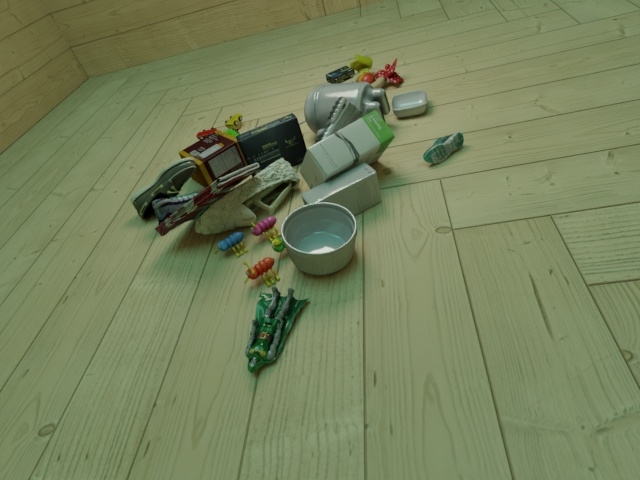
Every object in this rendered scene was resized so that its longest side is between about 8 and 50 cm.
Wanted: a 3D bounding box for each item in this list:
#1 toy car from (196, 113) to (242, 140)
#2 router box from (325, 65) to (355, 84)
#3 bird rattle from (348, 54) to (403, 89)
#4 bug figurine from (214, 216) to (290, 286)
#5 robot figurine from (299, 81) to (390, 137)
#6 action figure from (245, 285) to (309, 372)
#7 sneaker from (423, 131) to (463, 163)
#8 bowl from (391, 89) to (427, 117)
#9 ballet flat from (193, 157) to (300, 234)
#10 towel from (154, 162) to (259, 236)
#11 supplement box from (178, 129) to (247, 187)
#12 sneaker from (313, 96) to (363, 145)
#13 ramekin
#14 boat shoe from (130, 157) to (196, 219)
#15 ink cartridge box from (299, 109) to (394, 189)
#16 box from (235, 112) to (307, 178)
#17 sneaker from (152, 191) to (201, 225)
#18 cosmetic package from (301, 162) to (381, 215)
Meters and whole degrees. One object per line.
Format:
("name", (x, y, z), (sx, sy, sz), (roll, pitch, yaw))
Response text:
("toy car", (-0.426, -0.485, 2.021), (0.239, 0.053, 0.225), (-32, 41, -15))
("router box", (0.099, -0.825, 2.217), (0.122, 0.038, 0.092), (-29, 41, -12))
("bird rattle", (0.238, -0.734, 2.029), (0.253, 0.143, 0.207), (31, 71, 28))
("bug figurine", (-0.186, 0.015, 1.329), (0.216, 0.072, 0.279), (-36, 42, -20))
("robot figurine", (0.085, -0.505, 1.723), (0.353, 0.200, 0.300), (7, 57, 28))
("action figure", (-0.125, 0.217, 1.084), (0.137, 0.063, 0.232), (2, 47, 19))
("sneaker", (0.402, -0.309, 1.493), (0.166, 0.065, 0.076), (-31, 24, -19))
("bowl", (0.356, -0.539, 1.771), (0.142, 0.053, 0.142), (-6, 41, 15))
("ballet flat", (-0.226, -0.132, 1.481), (0.409, 0.147, 0.147), (-41, 44, -23))
("towel", (-0.362, -0.134, 1.441), (0.329, 0.037, 0.237), (-30, 8, 31))
("supplement box", (-0.420, -0.322, 1.768), (0.194, 0.129, 0.191), (-37, 42, -21))
("sneaker", (0.057, -0.359, 1.578), (0.281, 0.115, 0.105), (-62, 16, 14))
("ramekin", (0.000, 0.000, 1.224), (0.207, 0.109, 0.207), (-4, 45, 4))
("boat shoe", (-0.569, -0.191, 1.647), (0.305, 0.109, 0.091), (-34, 74, 14))
("ink cartridge box", (0.080, -0.280, 1.457), (0.273, 0.198, 0.115), (-32, 84, -16))
("box", (-0.175, -0.344, 1.655), (0.232, 0.183, 0.059), (-24, 39, -8))
("sneaker", (-0.495, -0.118, 1.622), (0.223, 0.098, 0.083), (-16, 12, -31))
("cosmetic package", (0.067, -0.131, 1.365), (0.231, 0.117, 0.085), (-26, 39, -11))
